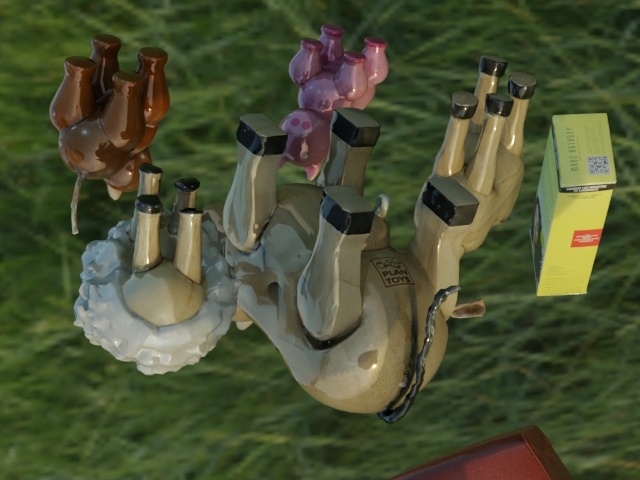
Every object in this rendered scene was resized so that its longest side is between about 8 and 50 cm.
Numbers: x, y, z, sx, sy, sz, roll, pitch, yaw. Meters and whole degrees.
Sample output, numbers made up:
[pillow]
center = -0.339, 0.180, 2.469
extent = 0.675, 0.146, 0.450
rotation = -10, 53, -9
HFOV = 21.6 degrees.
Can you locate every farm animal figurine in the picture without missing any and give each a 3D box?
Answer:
[farm animal figurine]
center = 0.000, 0.000, 1.023
extent = 0.326, 0.330, 0.172
rotation = -117, 33, -58

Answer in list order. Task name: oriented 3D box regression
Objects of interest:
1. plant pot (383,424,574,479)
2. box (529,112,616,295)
[plant pot]
center = 0.171, 0.332, 1.743
extent = 0.236, 0.267, 0.267
rotation = -34, 80, 8
[box]
center = 0.255, -0.032, 1.720
extent = 0.232, 0.058, 0.087
rotation = 90, 178, -59
